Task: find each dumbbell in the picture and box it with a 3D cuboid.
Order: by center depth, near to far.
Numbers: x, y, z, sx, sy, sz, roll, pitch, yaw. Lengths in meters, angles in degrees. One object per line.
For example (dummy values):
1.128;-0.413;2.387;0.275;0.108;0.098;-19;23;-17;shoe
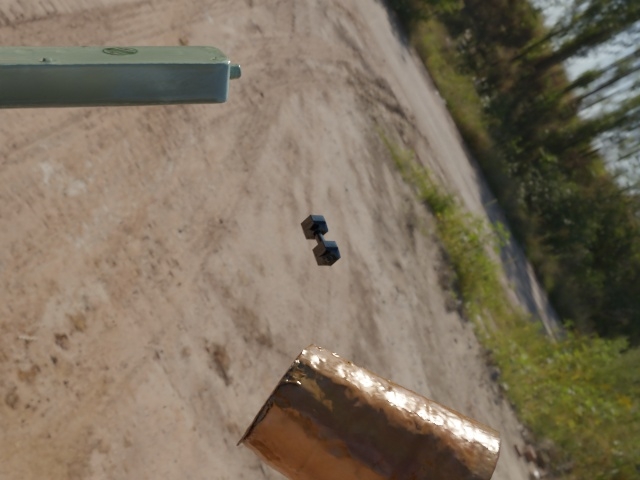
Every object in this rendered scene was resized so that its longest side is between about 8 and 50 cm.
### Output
0.000;0.000;1.139;0.040;0.036;0.083;3;37;-24;dumbbell

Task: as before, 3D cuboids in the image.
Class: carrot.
0.051;0.237;0.915;0.254;0.196;0.196;31;17;4;carrot

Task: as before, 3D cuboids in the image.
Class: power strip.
-0.280;-0.197;0.977;0.091;0.385;0.062;-130;-140;-56;power strip
